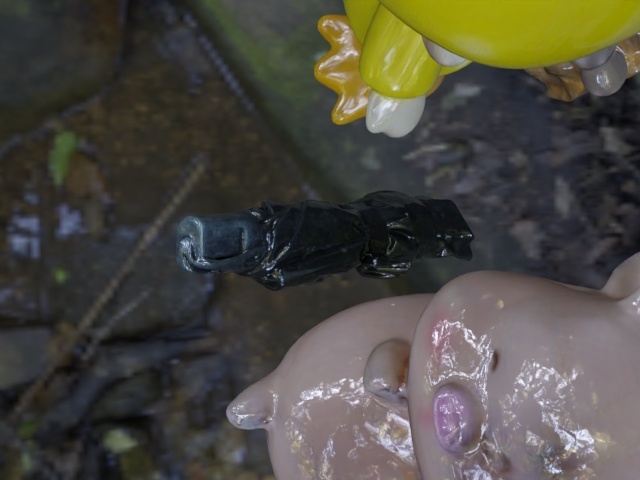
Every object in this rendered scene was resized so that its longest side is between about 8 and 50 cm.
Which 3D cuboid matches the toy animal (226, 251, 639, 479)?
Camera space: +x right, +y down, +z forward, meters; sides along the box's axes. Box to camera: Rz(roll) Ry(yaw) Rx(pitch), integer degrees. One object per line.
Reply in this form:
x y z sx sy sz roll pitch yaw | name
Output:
0.084 0.096 1.004 0.250 0.154 0.166 -9 101 39 | toy animal

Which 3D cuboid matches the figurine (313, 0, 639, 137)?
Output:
0.068 -0.165 0.841 0.187 0.343 0.215 -3 83 -9 | figurine

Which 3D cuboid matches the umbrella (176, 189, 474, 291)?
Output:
0.000 0.000 1.215 0.066 0.235 0.059 -1 93 46 | umbrella

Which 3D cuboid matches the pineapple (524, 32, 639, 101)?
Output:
0.190 -0.293 1.397 0.223 0.223 0.357 -24 87 30 | pineapple
